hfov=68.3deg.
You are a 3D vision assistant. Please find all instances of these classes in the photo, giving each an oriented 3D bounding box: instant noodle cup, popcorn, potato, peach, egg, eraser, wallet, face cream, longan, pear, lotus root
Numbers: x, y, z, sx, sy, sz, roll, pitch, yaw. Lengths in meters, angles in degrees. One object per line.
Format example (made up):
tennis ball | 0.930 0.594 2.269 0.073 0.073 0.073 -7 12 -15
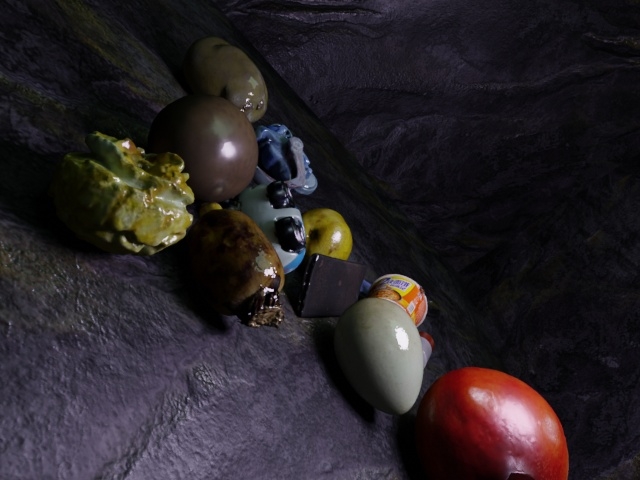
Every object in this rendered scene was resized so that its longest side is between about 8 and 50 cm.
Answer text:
instant noodle cup | 0.225 0.231 1.514 0.213 0.213 0.174 53 26 2
popcorn | -0.321 -0.069 0.780 0.221 0.183 0.204 23 19 -32
potato | -0.310 -0.526 1.581 0.326 0.221 0.243 43 7 5
peach | 0.421 0.523 1.186 0.388 0.388 0.388 45 20 -21
egg | 0.150 0.289 1.189 0.218 0.218 0.295 21 49 -58
eraser | 0.164 0.186 1.692 0.225 0.036 0.082 35 27 -43
wallet | 0.034 0.132 1.334 0.044 0.170 0.321 17 0 31
face cream | 0.336 0.385 1.642 0.096 0.096 0.214 56 18 11
longan | -0.260 -0.199 1.056 0.258 0.258 0.258 45 20 -21
pear | 0.000 0.000 1.402 0.200 0.200 0.200 45 20 -21
lotus root | -0.177 0.037 0.939 0.314 0.169 0.141 55 -14 24

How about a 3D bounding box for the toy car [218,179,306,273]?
toy car | -0.127 -0.011 1.133 0.190 0.189 0.255 67 4 -53

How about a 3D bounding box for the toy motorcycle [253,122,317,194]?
toy motorcycle | -0.143 -0.286 1.592 0.241 0.182 0.319 15 42 -61
